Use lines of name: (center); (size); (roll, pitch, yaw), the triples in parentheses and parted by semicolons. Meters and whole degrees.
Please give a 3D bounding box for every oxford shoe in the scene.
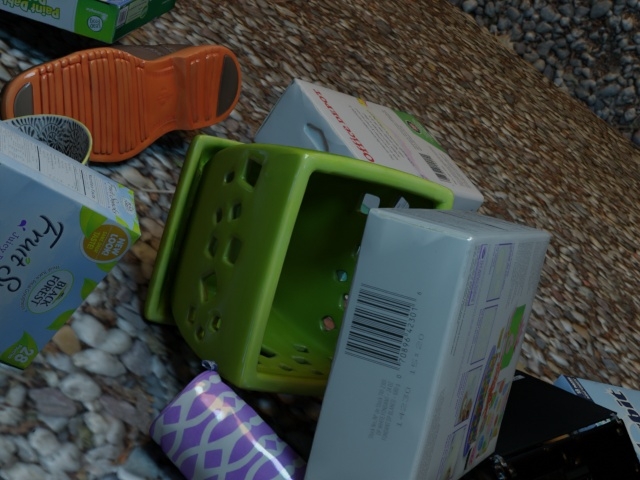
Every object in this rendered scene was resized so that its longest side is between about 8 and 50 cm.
oxford shoe: (-0.255, -0.171, 1.453); (0.132, 0.130, 0.363); (13, 16, 33)

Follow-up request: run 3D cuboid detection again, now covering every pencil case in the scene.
pencil case: (-0.057, 0.204, 1.053); (0.206, 0.086, 0.088); (45, -4, 13)

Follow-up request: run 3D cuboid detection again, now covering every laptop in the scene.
laptop: (0.236, 0.270, 1.365); (0.234, 0.136, 0.264); (-9, 75, -41)

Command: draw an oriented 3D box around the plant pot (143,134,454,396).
plant pot: (-0.034, 0.017, 1.216); (0.228, 0.227, 0.207); (11, 6, -45)

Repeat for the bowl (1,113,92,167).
bowl: (-0.284, -0.040, 1.139); (0.170, 0.080, 0.170); (-8, 36, 6)

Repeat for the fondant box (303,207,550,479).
fondant box: (0.110, 0.097, 1.118); (0.096, 0.238, 0.330); (16, 6, 21)

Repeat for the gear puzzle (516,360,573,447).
gear puzzle: (0.268, 0.229, 1.520); (0.339, 0.044, 0.175); (36, 25, 3)

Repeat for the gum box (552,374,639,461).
gum box: (0.390, 0.248, 1.531); (0.184, 0.041, 0.157); (15, 32, -35)

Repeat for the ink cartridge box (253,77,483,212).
ink cartridge box: (0.069, -0.102, 1.736); (0.278, 0.117, 0.201); (10, 36, -48)

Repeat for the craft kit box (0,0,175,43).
craft kit box: (-0.335, -0.337, 1.577); (0.246, 0.061, 0.250); (21, 23, 5)

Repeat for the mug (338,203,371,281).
mug: (0.004, -0.004, 1.424); (0.097, 0.158, 0.129); (35, 62, 7)

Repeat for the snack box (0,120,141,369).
snack box: (-0.279, -0.007, 0.980); (0.207, 0.174, 0.070); (28, 26, -33)
